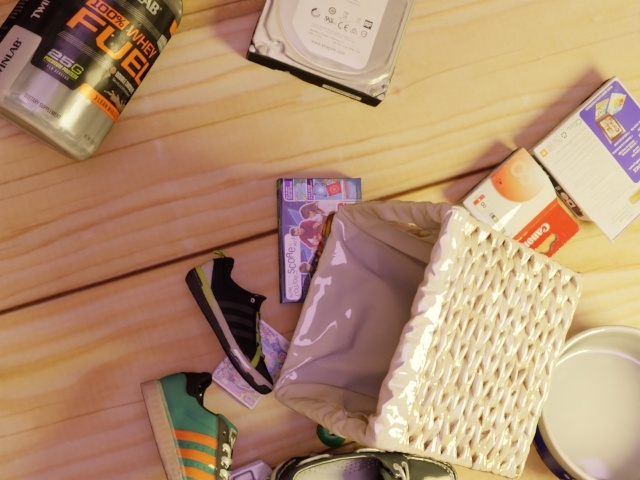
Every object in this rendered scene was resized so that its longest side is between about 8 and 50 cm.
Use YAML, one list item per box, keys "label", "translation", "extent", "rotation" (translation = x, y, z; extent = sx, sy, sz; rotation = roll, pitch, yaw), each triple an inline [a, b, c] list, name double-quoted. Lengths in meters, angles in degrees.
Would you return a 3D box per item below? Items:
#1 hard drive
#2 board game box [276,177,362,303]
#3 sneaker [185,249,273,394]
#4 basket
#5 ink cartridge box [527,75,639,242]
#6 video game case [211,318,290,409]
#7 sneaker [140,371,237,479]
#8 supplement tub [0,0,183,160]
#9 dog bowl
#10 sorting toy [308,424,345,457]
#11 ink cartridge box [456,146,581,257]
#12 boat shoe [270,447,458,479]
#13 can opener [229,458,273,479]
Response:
- label: "hard drive"
  translation: [0.042, -0.416, 1.454]
  extent: [0.237, 0.064, 0.338]
  rotation: [20, 82, -8]
- label: "board game box"
  translation: [0.000, 0.000, 1.430]
  extent: [0.136, 0.035, 0.201]
  rotation: [0, 86, -10]
- label: "sneaker"
  translation: [-0.118, 0.122, 1.367]
  extent: [0.097, 0.084, 0.234]
  rotation: [-30, 85, -10]
- label: "basket"
  translation: [0.147, 0.140, 1.275]
  extent: [0.267, 0.328, 0.331]
  rotation: [24, 81, -24]
- label: "ink cartridge box"
  translation: [0.490, -0.137, 1.515]
  extent: [0.206, 0.045, 0.208]
  rotation: [-41, 92, -10]
- label: "video game case"
  translation: [-0.105, 0.194, 1.410]
  extent: [0.087, 0.011, 0.122]
  rotation: [39, 81, -4]
- label: "sneaker"
  translation: [-0.168, 0.323, 1.300]
  extent: [0.121, 0.108, 0.302]
  rotation: [-17, 62, -14]
- label: "supplement tub"
  translation: [-0.343, -0.305, 1.309]
  extent: [0.207, 0.207, 0.337]
  rotation: [31, 82, -6]
- label: "dog bowl"
  translation: [0.468, 0.275, 1.412]
  extent: [0.265, 0.104, 0.264]
  rotation: [0, 68, 0]
- label: "sorting toy"
  translation: [0.016, 0.422, 1.395]
  extent: [0.132, 0.046, 0.274]
  rotation: [22, 82, -7]
- label: "ink cartridge box"
  translation: [0.337, -0.042, 1.485]
  extent: [0.145, 0.045, 0.179]
  rotation: [-42, 91, -9]
- label: "boat shoe"
  translation: [0.080, 0.369, 1.334]
  extent: [0.303, 0.091, 0.114]
  rotation: [-2, 76, -19]
- label: "can opener"
  translation: [-0.190, 0.415, 1.336]
  extent: [0.284, 0.095, 0.075]
  rotation: [-20, 89, -17]
